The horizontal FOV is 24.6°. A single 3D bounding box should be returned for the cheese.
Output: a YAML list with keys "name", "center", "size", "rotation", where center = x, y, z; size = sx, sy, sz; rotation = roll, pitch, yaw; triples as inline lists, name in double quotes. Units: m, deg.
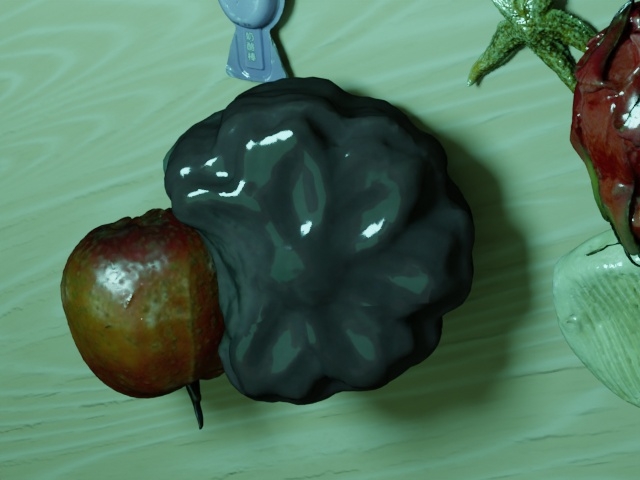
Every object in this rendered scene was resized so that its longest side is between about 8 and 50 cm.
- name: "cheese"
  center: [-0.086, -0.282, 1.783]
  size: [0.105, 0.042, 0.191]
  rotation: [15, 121, 29]

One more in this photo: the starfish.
- name: "starfish"
  center: [0.226, -0.234, 1.600]
  size: [0.223, 0.050, 0.217]
  rotation: [49, 138, 11]

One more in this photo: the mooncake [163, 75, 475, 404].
- name: "mooncake"
  center: [0.000, 0.000, 1.712]
  size: [0.350, 0.212, 0.381]
  rotation: [-24, 103, 10]

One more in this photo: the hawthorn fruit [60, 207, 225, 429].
- name: "hawthorn fruit"
  center: [-0.201, 0.109, 1.919]
  size: [0.254, 0.254, 0.300]
  rotation: [-14, 95, 38]

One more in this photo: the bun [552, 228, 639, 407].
- name: "bun"
  center: [0.370, 0.072, 1.591]
  size: [0.231, 0.133, 0.231]
  rotation: [23, 133, 28]

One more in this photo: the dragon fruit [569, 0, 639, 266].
- name: "dragon fruit"
  center: [0.338, -0.112, 1.438]
  size: [0.233, 0.234, 0.293]
  rotation: [27, 88, 21]
